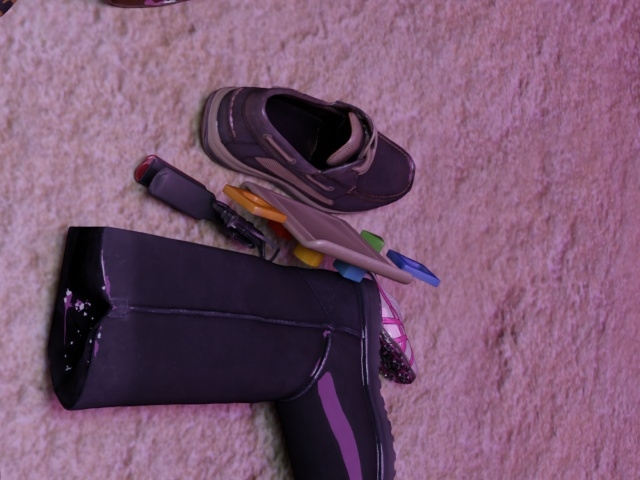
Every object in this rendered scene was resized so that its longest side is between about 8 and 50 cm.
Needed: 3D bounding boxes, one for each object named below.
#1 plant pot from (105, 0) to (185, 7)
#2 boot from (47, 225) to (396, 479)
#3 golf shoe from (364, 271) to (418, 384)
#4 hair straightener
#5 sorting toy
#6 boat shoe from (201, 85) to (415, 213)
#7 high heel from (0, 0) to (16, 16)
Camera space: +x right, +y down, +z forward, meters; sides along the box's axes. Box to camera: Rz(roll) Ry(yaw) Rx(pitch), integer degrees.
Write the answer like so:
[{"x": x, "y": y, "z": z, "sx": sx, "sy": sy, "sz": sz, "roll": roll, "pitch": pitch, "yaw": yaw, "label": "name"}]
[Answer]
[{"x": -0.190, "y": -0.378, "z": 1.452, "sx": 0.167, "sy": 0.167, "sz": 0.165, "roll": -11, "pitch": 88, "yaw": -43, "label": "plant pot"}, {"x": -0.110, "y": 0.183, "z": 1.475, "sx": 0.445, "sy": 0.146, "sz": 0.367, "roll": 13, "pitch": 66, "yaw": -47, "label": "boot"}, {"x": 0.095, "y": 0.119, "z": 1.733, "sx": 0.086, "sy": 0.067, "sz": 0.186, "roll": -47, "pitch": 117, "yaw": -36, "label": "golf shoe"}, {"x": -0.127, "y": -0.024, "z": 1.530, "sx": 0.047, "sy": 0.089, "sz": 0.230, "roll": -50, "pitch": 130, "yaw": 1, "label": "hair straightener"}, {"x": 0.000, "y": 0.000, "z": 1.586, "sx": 0.348, "sy": 0.196, "sz": 0.047, "roll": 22, "pitch": 102, "yaw": -40, "label": "sorting toy"}, {"x": 0.010, "y": -0.115, "z": 1.628, "sx": 0.355, "sy": 0.130, "sz": 0.132, "roll": 12, "pitch": 79, "yaw": -42, "label": "boat shoe"}, {"x": -0.405, "y": -0.352, "z": 1.282, "sx": 0.261, "sy": 0.093, "sz": 0.186, "roll": 29, "pitch": 61, "yaw": -47, "label": "high heel"}]
